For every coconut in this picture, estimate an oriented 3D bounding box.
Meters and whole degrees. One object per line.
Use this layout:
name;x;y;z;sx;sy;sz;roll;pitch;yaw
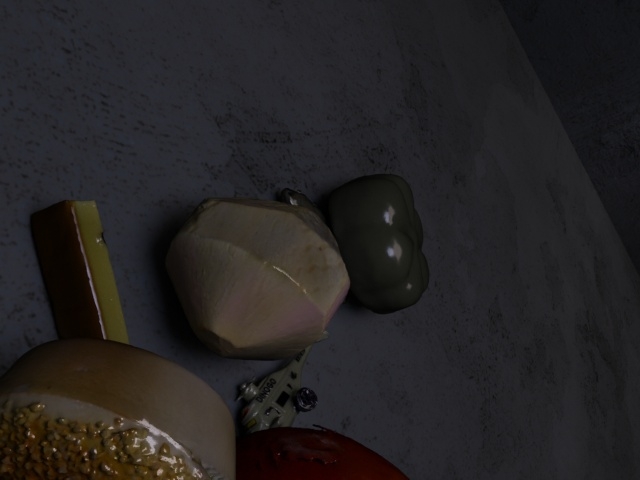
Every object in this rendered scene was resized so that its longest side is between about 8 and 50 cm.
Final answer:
coconut;-0.093;0.054;0.995;0.259;0.259;0.260;21;62;-47

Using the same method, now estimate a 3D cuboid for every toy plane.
toy plane;-0.052;0.219;1.119;0.108;0.092;0.286;41;46;-3

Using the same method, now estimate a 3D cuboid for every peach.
peach;-0.006;0.411;0.910;0.370;0.369;0.370;21;62;-47

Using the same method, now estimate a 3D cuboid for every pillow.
pillow;0.001;0.001;1.277;0.241;0.051;0.093;61;35;-16

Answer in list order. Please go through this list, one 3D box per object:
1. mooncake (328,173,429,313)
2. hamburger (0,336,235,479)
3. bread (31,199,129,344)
mooncake;0.118;0.004;1.321;0.275;0.135;0.275;-14;90;-71
hamburger;-0.223;0.235;0.726;0.302;0.301;0.170;48;34;-31
bread;-0.287;0.066;0.861;0.049;0.088;0.226;-13;90;-56
